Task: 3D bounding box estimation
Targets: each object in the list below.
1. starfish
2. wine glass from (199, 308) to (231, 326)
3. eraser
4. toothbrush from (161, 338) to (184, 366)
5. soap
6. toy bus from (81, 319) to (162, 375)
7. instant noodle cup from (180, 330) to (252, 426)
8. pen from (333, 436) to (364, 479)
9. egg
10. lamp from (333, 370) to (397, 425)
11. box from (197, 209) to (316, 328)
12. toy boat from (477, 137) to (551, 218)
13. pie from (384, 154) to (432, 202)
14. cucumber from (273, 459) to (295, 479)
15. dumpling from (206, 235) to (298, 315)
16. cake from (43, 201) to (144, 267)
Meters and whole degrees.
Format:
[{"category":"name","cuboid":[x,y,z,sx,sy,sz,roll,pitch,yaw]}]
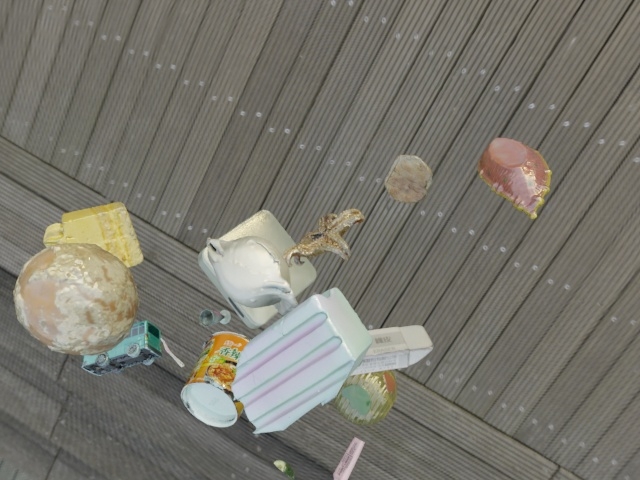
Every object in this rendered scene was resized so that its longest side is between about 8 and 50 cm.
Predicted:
[{"category":"starfish","cuboid":[-0.001,0.004,1.487,0.303,0.312,0.113,-19,111,44]},{"category":"wine glass","cuboid":[-0.459,0.335,2.043,0.074,0.155,0.073,-2,84,18]},{"category":"eraser","cuboid":[0.077,0.258,1.063,0.352,0.089,0.061,-6,121,-8]},{"category":"toothbrush","cuboid":[-0.608,0.441,1.872,0.204,0.017,0.022,35,90,29]},{"category":"soap","cuboid":[-0.035,0.197,0.745,0.231,0.091,0.145,-38,78,25]},{"category":"toy bus","cuboid":[-0.731,0.398,1.723,0.256,0.128,0.147,-16,55,3]},{"category":"instant noodle cup","cuboid":[-0.278,0.407,1.342,0.231,0.182,0.230,9,122,14]},{"category":"pen","cuboid":[0.087,0.777,1.606,0.053,0.032,0.197,13,62,41]},{"category":"egg","cuboid":[-0.453,0.114,0.882,0.204,0.203,0.245,-2,132,11]},{"category":"lamp","cuboid":[0.140,0.535,1.710,0.284,0.250,0.250,28,104,20]},{"category":"box","cuboid":[-0.238,0.104,1.827,0.367,0.373,0.090,53,143,-2]},{"category":"toy boat","cuboid":[0.433,-0.161,1.057,0.141,0.317,0.099,-18,118,14]},{"category":"pie","cuboid":[0.342,-0.233,1.799,0.195,0.046,0.195,12,119,22]},{"category":"cucumber","cuboid":[-0.125,0.860,1.750,0.067,0.035,0.107,16,148,41]},{"category":"dumpling","cuboid":[-0.107,0.056,0.757,0.188,0.127,0.108,31,74,14]},{"category":"cake","cuboid":[-0.810,0.005,1.646,0.286,0.227,0.222,-21,109,-25]}]
